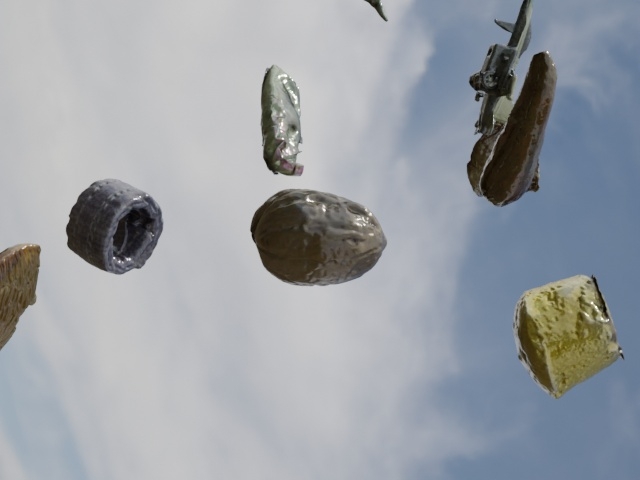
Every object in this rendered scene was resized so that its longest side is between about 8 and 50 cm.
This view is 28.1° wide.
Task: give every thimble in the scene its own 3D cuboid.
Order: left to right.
[{"bbox_3d":[-0.338,-0.023,2.106,0.097,0.150,0.150,22,-54,29],"label":"thimble"}]

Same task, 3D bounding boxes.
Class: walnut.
[{"bbox_3d":[0.000,-0.002,2.118,0.178,0.230,0.178,-176,-90,-76],"label":"walnut"}]

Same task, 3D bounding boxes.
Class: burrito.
[{"bbox_3d":[-0.073,-0.218,2.350,0.096,0.066,0.309,53,19,-33],"label":"burrito"}]

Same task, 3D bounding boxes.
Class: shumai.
[{"bbox_3d":[0.320,-0.145,2.205,0.105,0.123,0.139,-1,-97,35],"label":"shumai"}]

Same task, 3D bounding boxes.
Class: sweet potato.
[{"bbox_3d":[0.296,-0.155,1.891,0.075,0.075,0.273,-118,-150,-41],"label":"sweet potato"}]

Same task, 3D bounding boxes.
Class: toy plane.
[{"bbox_3d":[0.302,-0.302,2.130,0.192,0.088,0.262,-155,-105,-79],"label":"toy plane"}]

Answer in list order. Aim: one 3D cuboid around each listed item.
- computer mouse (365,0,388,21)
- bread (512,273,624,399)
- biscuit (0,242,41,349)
[{"bbox_3d":[0.072,-0.494,1.905,0.199,0.115,0.389,66,7,-63],"label":"computer mouse"},{"bbox_3d":[0.412,0.161,2.171,0.197,0.170,0.197,-22,90,-89],"label":"bread"},{"bbox_3d":[-0.502,0.115,1.989,0.031,0.176,0.229,20,-80,23],"label":"biscuit"}]
